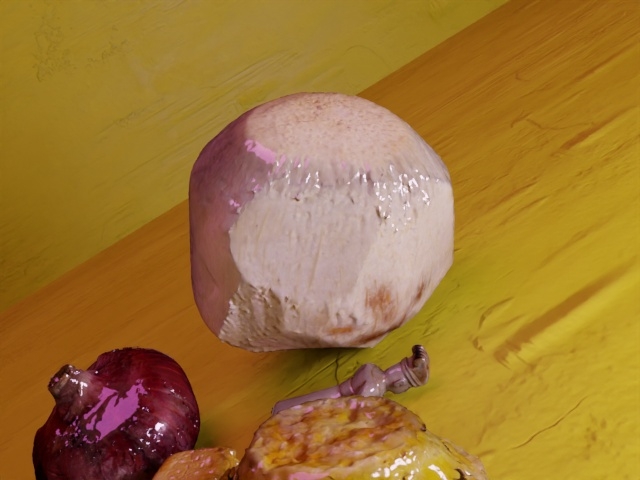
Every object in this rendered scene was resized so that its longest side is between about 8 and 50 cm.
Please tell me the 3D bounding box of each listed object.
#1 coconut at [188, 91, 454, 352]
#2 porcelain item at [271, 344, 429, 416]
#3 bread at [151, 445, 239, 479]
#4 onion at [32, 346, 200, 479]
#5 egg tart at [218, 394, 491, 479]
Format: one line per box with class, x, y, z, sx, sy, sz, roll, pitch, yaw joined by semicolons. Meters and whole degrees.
coconut;0.000;0.000;1.147;0.415;0.415;0.345;-19;31;29
porcelain item;0.043;0.195;0.994;0.213;0.054;0.084;-26;22;14
bread;-0.164;0.329;0.910;0.114;0.083;0.211;-15;23;25
onion;-0.291;0.250;1.097;0.252;0.219;0.252;-28;27;16
egg tart;0.017;0.228;0.737;0.294;0.123;0.294;-11;9;2
